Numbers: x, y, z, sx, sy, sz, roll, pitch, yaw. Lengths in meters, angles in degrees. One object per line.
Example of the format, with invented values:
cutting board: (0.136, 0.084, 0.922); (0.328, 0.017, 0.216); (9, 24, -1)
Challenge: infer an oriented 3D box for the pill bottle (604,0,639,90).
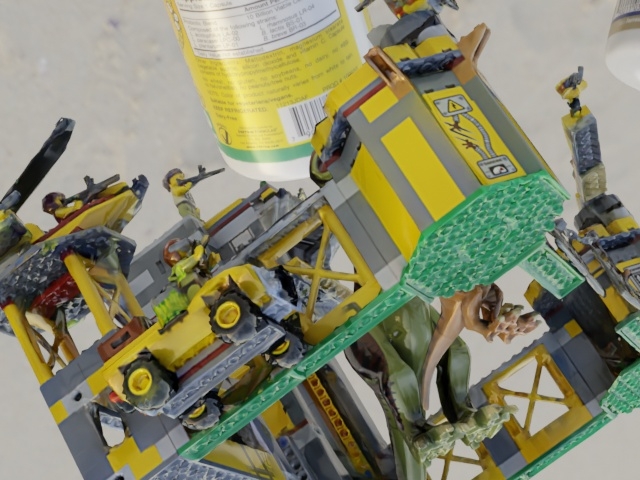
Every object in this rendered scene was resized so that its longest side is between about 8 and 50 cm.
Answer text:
pill bottle: (0.213, -0.160, 0.901); (0.094, 0.094, 0.169); (28, 76, -54)

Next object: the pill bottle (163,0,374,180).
pill bottle: (-0.035, -0.150, 1.034); (0.118, 0.117, 0.208); (-29, 123, -16)

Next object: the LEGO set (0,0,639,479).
LEGO set: (0.000, 0.000, 0.706); (0.255, 0.192, 0.331); (-42, 151, 18)
